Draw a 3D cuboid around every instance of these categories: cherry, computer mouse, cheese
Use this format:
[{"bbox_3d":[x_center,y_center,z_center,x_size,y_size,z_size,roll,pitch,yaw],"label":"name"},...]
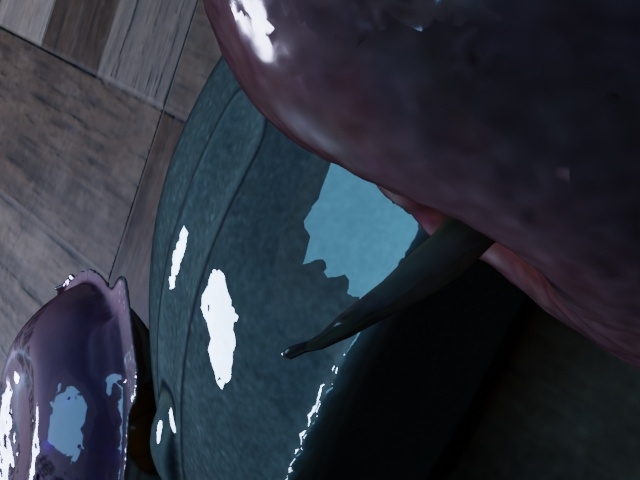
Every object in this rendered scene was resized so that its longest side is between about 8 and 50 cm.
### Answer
[{"bbox_3d":[0.087,-0.073,0.406,0.285,0.236,0.213,-50,34,-7],"label":"cherry"},{"bbox_3d":[-0.003,-0.002,0.625,0.373,0.114,0.203,-63,36,21],"label":"computer mouse"},{"bbox_3d":[-0.144,0.128,0.825,0.286,0.074,0.189,119,148,-44],"label":"cheese"}]
